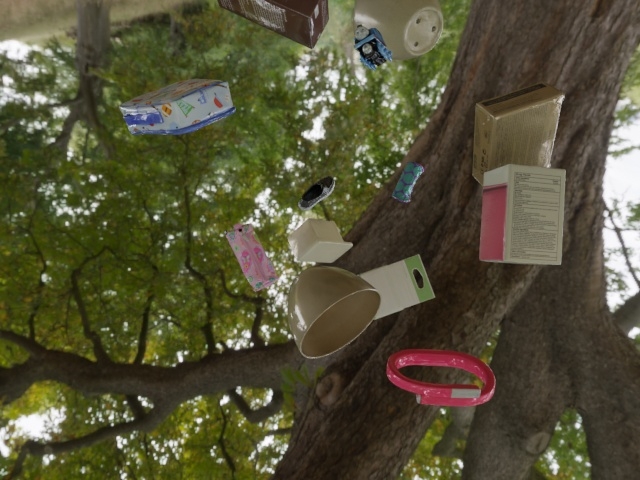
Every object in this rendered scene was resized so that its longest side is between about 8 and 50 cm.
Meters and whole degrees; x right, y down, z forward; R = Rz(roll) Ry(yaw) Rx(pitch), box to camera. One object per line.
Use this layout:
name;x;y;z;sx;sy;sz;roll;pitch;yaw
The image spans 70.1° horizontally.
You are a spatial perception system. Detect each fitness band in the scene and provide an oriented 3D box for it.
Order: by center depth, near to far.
fitness band;0.326;0.367;1.241;0.291;0.054;0.209;4;-165;0

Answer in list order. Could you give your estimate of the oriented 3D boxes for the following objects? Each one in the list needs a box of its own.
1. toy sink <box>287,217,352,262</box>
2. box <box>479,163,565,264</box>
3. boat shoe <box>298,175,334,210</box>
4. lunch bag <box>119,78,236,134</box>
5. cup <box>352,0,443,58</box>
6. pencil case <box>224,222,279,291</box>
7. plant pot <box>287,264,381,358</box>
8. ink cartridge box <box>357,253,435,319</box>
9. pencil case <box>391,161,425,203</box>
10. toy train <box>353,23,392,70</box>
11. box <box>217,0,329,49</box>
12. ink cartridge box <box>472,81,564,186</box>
toy sink;0.000;0.000;1.985;0.234;0.153;0.131;5;-127;-47
box;0.491;-0.058;1.120;0.149;0.232;0.127;4;178;-8
boat shoe;-0.012;-0.221;1.987;0.080;0.076;0.228;42;-120;13
lunch bag;-0.411;-0.371;1.292;0.303;0.115;0.243;8;-143;37
cup;0.320;-0.816;1.700;0.331;0.331;0.237;-2;-141;-30
pencil case;-0.281;0.064;1.866;0.124;0.284;0.124;-26;179;0
plant pot;0.012;0.184;1.360;0.284;0.284;0.191;-8;-135;-40
ink cartridge box;0.269;0.166;1.646;0.235;0.171;0.056;-20;175;-2
pencil case;0.318;-0.210;1.653;0.070;0.151;0.064;25;-178;8
toy train;0.145;-0.554;1.306;0.080;0.105;0.184;-25;-178;24
box;-0.168;-0.815;1.520;0.381;0.143;0.191;28;175;5
ink cartridge box;0.510;-0.271;1.202;0.193;0.234;0.088;-19;-136;-5
